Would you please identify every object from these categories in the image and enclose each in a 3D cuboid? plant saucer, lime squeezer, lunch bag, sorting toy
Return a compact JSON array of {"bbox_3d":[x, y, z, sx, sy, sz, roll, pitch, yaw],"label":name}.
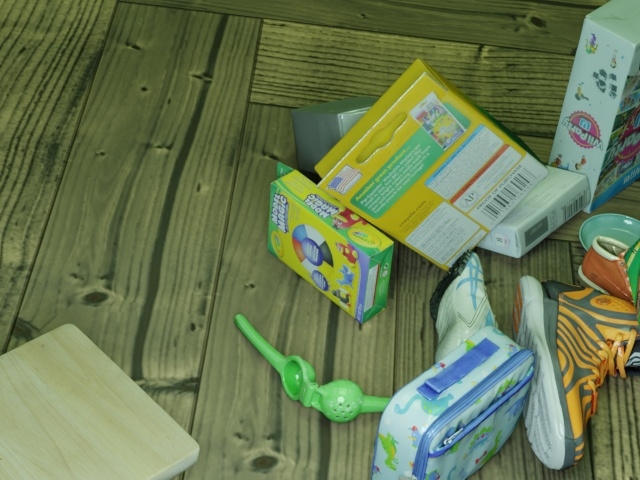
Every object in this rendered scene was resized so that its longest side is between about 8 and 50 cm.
[{"bbox_3d":[0.432,0.007,2.106,0.119,0.021,0.119,4,41,-3],"label":"plant saucer"},{"bbox_3d":[0.005,0.170,1.829,0.310,0.059,0.110,22,43,17],"label":"lime squeezer"},{"bbox_3d":[0.158,0.209,1.714,0.090,0.176,0.219,34,47,28],"label":"lunch bag"},{"bbox_3d":[-0.317,0.248,1.665,0.255,0.089,0.257,-28,51,-34],"label":"sorting toy"}]

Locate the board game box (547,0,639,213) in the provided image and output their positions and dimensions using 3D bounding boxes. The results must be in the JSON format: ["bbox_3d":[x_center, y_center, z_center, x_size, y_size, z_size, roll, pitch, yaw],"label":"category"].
[{"bbox_3d":[0.457,-0.222,2.157,0.097,0.303,0.224,35,48,28],"label":"board game box"}]

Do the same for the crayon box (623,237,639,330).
[{"bbox_3d":[0.537,0.102,1.889,0.278,0.081,0.165,24,37,-19],"label":"crayon box"}]

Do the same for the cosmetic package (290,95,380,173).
[{"bbox_3d":[0.052,-0.149,2.084,0.127,0.107,0.238,-13,13,-18],"label":"cosmetic package"}]

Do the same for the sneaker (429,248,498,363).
[{"bbox_3d":[0.197,0.103,1.928,0.086,0.085,0.237,29,35,-15],"label":"sneaker"}]

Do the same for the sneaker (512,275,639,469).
[{"bbox_3d":[0.349,0.159,1.841,0.180,0.125,0.321,4,41,-2],"label":"sneaker"}]

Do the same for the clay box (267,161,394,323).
[{"bbox_3d":[0.000,0.000,1.968,0.053,0.127,0.222,-32,53,-33],"label":"clay box"}]

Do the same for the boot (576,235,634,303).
[{"bbox_3d":[0.430,0.056,2.004,0.158,0.085,0.059,33,45,24],"label":"boot"}]

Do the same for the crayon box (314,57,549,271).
[{"bbox_3d":[0.139,-0.104,1.927,0.323,0.203,0.083,31,18,-47],"label":"crayon box"}]

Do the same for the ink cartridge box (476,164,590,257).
[{"bbox_3d":[0.252,-0.062,2.154,0.232,0.066,0.189,14,37,41],"label":"ink cartridge box"}]
